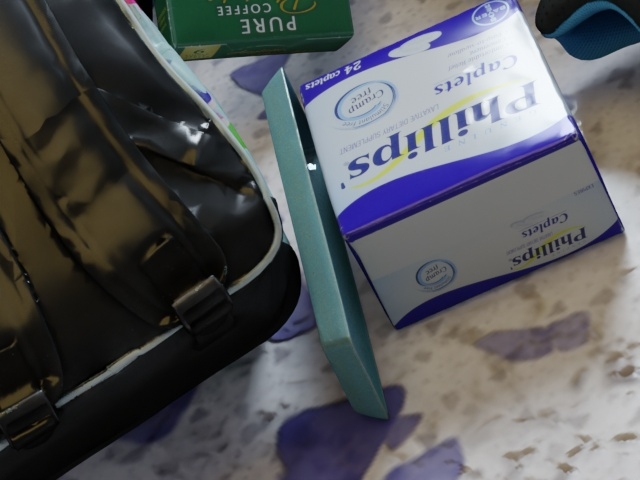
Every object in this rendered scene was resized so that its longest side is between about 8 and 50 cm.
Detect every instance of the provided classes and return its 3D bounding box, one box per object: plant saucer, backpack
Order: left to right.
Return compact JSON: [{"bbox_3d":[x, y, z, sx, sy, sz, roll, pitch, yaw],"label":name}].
[{"bbox_3d":[-0.152,-0.018,0.926,0.225,0.191,0.253,-34,77,-7],"label":"backpack"},{"bbox_3d":[0.000,0.000,0.934,0.018,0.067,0.192,-20,47,6],"label":"plant saucer"}]

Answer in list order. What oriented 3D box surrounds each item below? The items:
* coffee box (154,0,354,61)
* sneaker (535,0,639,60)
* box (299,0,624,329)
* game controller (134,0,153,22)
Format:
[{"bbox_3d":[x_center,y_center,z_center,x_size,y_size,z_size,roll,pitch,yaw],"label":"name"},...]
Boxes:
[{"bbox_3d":[-0.050,-0.198,1.105,0.113,0.184,0.040,-7,-8,-19],"label":"coffee box"},{"bbox_3d":[0.249,-0.101,0.905,0.341,0.125,0.139,33,95,45],"label":"sneaker"},{"bbox_3d":[0.068,-0.043,0.956,0.126,0.072,0.137,-24,39,6],"label":"box"},{"bbox_3d":[-0.207,-0.232,1.246,0.067,0.166,0.319,-29,40,-24],"label":"game controller"}]
